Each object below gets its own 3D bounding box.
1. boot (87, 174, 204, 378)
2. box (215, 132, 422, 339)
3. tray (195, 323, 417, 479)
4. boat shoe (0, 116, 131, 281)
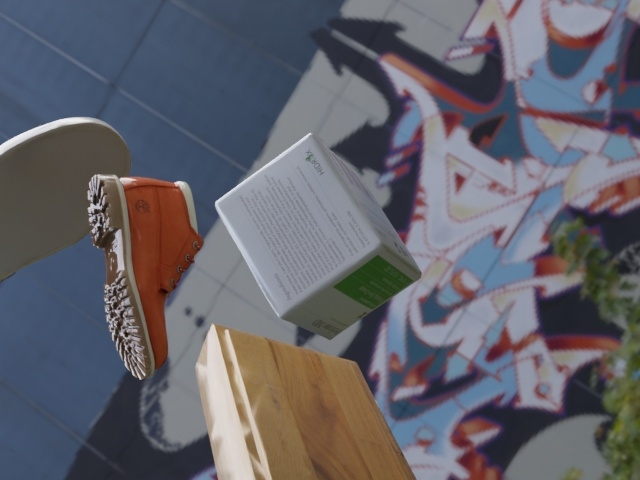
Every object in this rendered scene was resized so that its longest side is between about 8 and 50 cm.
[{"bbox_3d":[-0.123,0.025,0.817,0.084,0.158,0.059,-2,-13,-31],"label":"boot"},{"bbox_3d":[0.000,0.000,0.748,0.087,0.102,0.101,-35,-23,10],"label":"box"},{"bbox_3d":[-0.013,0.229,1.187,0.411,0.203,0.076,-119,48,-66],"label":"tray"},{"bbox_3d":[-0.356,-0.020,1.095,0.340,0.158,0.127,-38,-59,-8],"label":"boat shoe"}]
